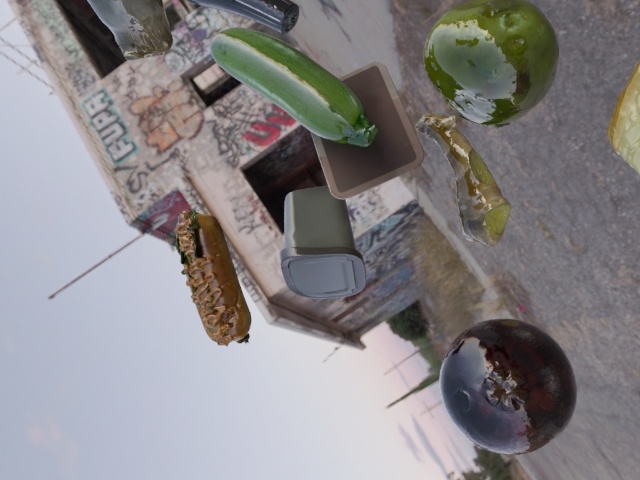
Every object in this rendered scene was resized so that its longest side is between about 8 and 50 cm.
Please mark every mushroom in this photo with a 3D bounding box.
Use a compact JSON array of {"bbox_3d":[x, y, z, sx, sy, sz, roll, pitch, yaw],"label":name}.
[{"bbox_3d":[-0.227,-0.280,0.514,0.096,0.099,0.278,4,147,37],"label":"mushroom"}]

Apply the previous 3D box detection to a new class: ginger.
[{"bbox_3d":[0.277,-0.124,1.119,0.295,0.086,0.131,65,164,14],"label":"ginger"}]

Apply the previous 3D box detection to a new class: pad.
[{"bbox_3d":[0.070,-0.204,1.038,0.002,0.176,0.266,50,-160,-57],"label":"pad"}]

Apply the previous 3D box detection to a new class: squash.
[{"bbox_3d":[-0.049,-0.281,1.023,0.395,0.107,0.107,38,178,25],"label":"squash"}]

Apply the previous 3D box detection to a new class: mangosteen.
[{"bbox_3d":[0.440,0.337,1.365,0.306,0.306,0.359,58,-169,15],"label":"mangosteen"}]

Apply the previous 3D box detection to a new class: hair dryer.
[{"bbox_3d":[-0.132,-0.290,0.570,0.195,0.075,0.219,33,-172,13],"label":"hair dryer"}]

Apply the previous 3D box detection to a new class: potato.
[{"bbox_3d":[0.238,-0.252,0.810,0.186,0.149,0.253,34,178,0],"label":"potato"}]

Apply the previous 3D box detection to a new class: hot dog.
[{"bbox_3d":[-0.137,0.052,0.716,0.055,0.072,0.189,-27,-79,-54],"label":"hot dog"}]

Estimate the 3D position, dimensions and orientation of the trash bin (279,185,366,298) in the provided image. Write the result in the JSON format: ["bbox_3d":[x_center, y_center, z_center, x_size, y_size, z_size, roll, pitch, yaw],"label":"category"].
[{"bbox_3d":[0.000,0.000,1.563,0.220,0.219,0.250,81,-178,-54],"label":"trash bin"}]

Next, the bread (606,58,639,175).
[{"bbox_3d":[0.336,-0.177,0.342,0.237,0.164,0.376,-86,6,-56],"label":"bread"}]
